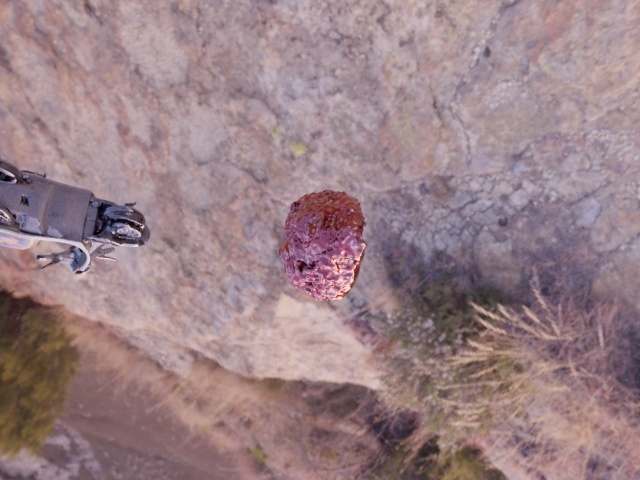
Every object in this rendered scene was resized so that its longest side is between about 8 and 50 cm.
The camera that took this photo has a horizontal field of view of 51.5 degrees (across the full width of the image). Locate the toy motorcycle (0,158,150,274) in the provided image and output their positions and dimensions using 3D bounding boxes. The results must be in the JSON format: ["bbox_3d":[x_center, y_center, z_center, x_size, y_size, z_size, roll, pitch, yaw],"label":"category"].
[{"bbox_3d":[-0.353,-0.022,0.840,0.157,0.263,0.091,-45,39,49],"label":"toy motorcycle"}]

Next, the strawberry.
[{"bbox_3d":[-0.001,0.015,0.933,0.228,0.098,0.174,-134,51,-76],"label":"strawberry"}]
